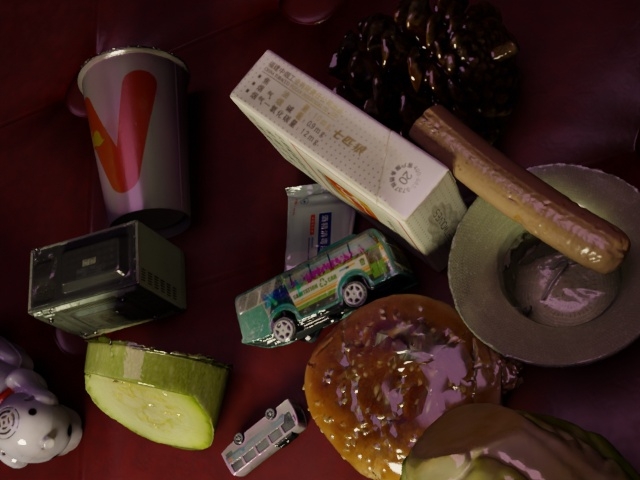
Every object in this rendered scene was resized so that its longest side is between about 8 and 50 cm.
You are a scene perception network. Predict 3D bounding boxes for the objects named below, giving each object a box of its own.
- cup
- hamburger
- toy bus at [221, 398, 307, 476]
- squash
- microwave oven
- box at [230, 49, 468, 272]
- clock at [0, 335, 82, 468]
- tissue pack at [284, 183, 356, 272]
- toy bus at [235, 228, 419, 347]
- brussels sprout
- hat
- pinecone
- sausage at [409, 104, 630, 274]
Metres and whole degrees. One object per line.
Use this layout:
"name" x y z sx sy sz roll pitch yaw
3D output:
"cup" -0.304 -0.156 1.373 0.203 0.203 0.288 -19 68 20
"hamburger" 0.118 0.189 1.019 0.286 0.146 0.243 -3 74 25
"toy bus" -0.078 0.279 1.141 0.131 0.037 0.052 -39 58 9
"squash" -0.244 0.209 1.153 0.220 0.220 0.133 4 68 29
"microwave oven" -0.340 0.072 1.298 0.205 0.163 0.129 -16 64 18
"box" 0.049 -0.107 1.118 0.330 0.210 0.095 40 88 29
"clock" -0.484 0.271 1.278 0.254 0.189 0.189 18 78 34
"tissue pack" 0.000 0.000 1.227 0.123 0.026 0.193 -8 67 24
"toy bus" 0.004 0.076 1.139 0.262 0.091 0.109 -27 67 20
"brussels sprout" 0.219 0.294 0.829 0.227 0.294 0.259 -40 15 -16
"hat" 0.294 0.044 0.987 0.257 0.130 0.257 -9 66 21
"pinecone" 0.143 -0.229 1.145 0.309 0.244 0.244 8 72 47
"sausage" 0.228 -0.062 0.948 0.066 0.066 0.301 -48 59 2
